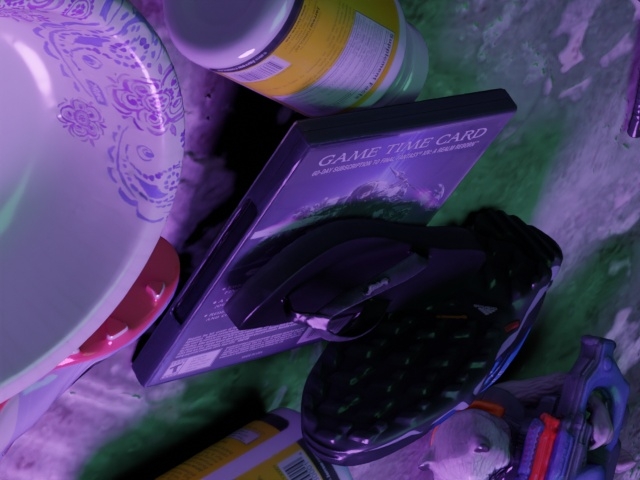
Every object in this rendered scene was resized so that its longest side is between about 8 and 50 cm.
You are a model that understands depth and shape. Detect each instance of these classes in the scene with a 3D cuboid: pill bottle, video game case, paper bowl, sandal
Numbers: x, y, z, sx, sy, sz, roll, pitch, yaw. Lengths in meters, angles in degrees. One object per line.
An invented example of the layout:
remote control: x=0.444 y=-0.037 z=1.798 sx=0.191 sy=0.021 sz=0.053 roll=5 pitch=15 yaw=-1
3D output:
pill bottle: x=-0.009 y=-0.136 z=1.197 sx=0.184 sy=0.103 sz=0.103 roll=21 pitch=104 yaw=-53
video game case: x=0.000 y=0.000 z=1.307 sx=0.196 sy=0.026 sz=0.274 roll=-12 pitch=149 yaw=-41
paper bowl: x=-0.227 y=-0.045 z=1.004 sx=0.284 sy=0.148 sz=0.284 roll=-28 pitch=138 yaw=-29
pill bottle: x=-0.083 y=0.224 z=1.408 sx=0.208 sy=0.119 sz=0.119 roll=-28 pitch=138 yaw=-28
sandal: x=0.039 y=0.031 z=1.316 sx=0.254 sy=0.054 sz=0.097 roll=-6 pitch=146 yaw=-47

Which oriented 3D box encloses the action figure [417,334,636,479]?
action figure: x=0.180 y=0.264 z=1.684 sx=0.330 sy=0.178 sz=0.341 roll=46 pitch=59 yaw=-49

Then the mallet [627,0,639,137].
mallet: x=0.271 y=-0.158 z=1.538 sx=0.062 sy=0.039 sz=0.189 roll=-22 pitch=139 yaw=-34

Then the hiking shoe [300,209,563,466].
hiking shoe: x=0.092 y=0.103 z=1.465 sx=0.304 sy=0.113 sz=0.132 roll=-37 pitch=149 yaw=-40

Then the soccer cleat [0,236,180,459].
soccer cleat: x=-0.195 y=0.083 z=1.221 sx=0.248 sy=0.083 sz=0.095 roll=-43 pitch=173 yaw=-19
